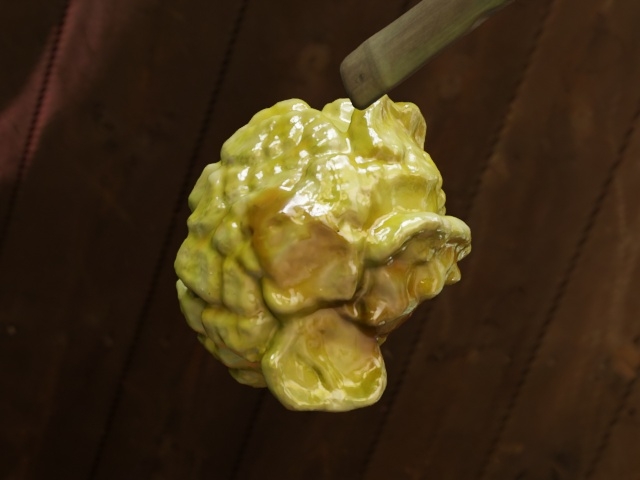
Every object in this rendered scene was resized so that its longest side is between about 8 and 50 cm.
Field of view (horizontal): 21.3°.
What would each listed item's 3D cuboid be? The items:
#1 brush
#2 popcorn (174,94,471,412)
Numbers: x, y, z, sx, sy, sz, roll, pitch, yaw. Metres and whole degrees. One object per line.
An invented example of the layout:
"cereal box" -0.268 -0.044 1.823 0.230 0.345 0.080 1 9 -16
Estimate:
"brush" 0.076 -0.125 0.843 0.190 0.034 0.027 -33 -28 32
"popcorn" 0.004 0.007 1.259 0.235 0.217 0.181 -39 -51 10
